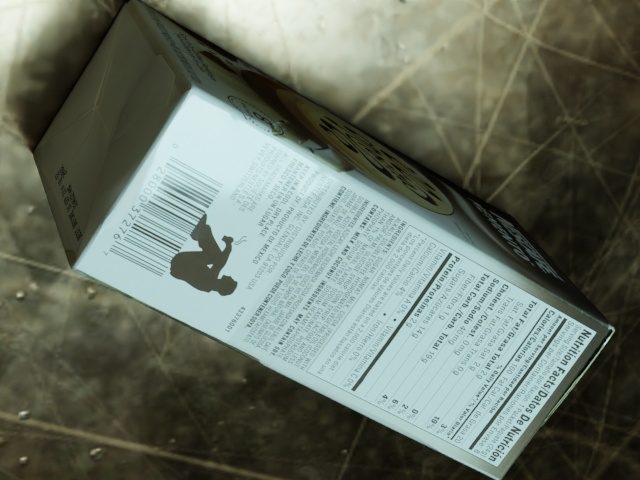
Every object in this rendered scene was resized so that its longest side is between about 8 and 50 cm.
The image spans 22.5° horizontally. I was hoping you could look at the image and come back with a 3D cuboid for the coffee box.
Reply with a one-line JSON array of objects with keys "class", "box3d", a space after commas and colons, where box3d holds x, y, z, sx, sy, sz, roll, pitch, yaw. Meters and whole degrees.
[{"class": "coffee box", "box3d": [0.000, 0.000, 0.924, 0.297, 0.168, 0.119, 28, 103, -27]}]
